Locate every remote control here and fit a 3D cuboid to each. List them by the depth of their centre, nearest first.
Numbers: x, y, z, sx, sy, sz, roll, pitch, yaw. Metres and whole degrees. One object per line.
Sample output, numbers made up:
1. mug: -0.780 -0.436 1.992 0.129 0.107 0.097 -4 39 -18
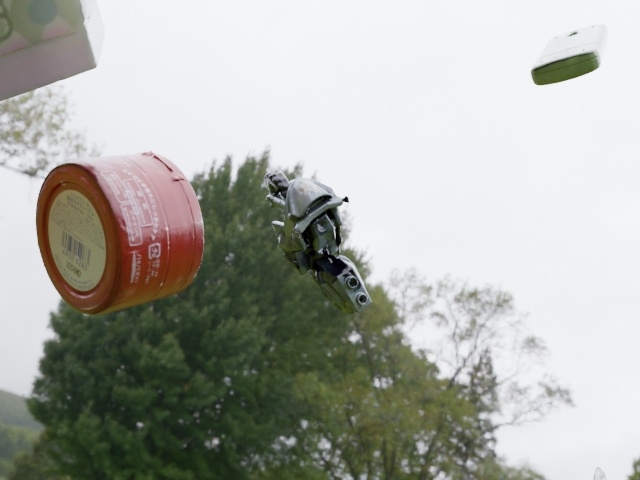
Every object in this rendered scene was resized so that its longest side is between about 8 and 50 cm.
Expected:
1. remote control: 0.384 -0.287 1.141 0.098 0.233 0.038 -11 -70 28

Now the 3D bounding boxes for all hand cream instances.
1. hand cream: -0.247 -0.010 0.910 0.193 0.193 0.125 -1 7 42

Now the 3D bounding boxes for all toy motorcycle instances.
1. toy motorcycle: 0.000 0.000 1.192 0.271 0.106 0.159 59 -22 -6

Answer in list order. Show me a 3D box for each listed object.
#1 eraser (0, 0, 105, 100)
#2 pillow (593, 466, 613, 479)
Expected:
1. eraser: -0.343 -0.336 0.758 0.082 0.213 0.397 47 -26 33
2. pillow: 0.222 0.317 0.581 0.078 0.254 0.144 11 7 -7
